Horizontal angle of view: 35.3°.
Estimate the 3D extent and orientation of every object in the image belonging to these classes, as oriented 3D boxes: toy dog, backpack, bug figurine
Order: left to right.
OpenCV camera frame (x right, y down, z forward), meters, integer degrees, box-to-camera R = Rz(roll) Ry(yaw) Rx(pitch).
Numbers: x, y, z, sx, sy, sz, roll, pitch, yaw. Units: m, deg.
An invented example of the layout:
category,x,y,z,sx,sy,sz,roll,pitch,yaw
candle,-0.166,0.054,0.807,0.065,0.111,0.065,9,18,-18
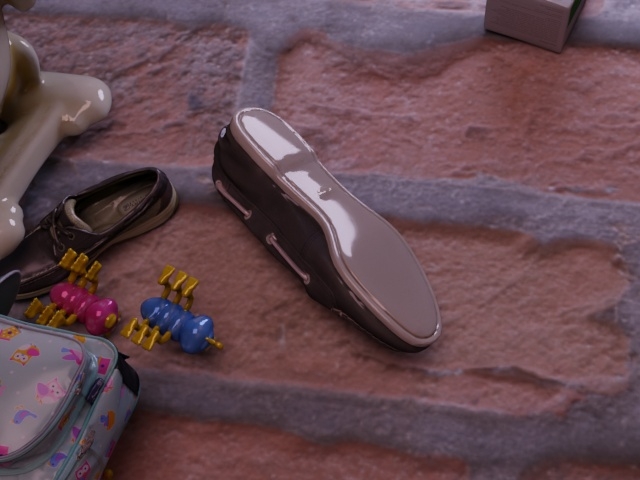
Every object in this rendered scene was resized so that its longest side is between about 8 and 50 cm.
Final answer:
category,x,y,z,sx,sy,sz,roll,pitch,yaw
toy dog,-0.447,-0.236,1.026,0.396,0.407,0.284,21,59,24
backpack,-0.269,0.166,0.894,0.166,0.144,0.188,12,70,15
bug figurine,-0.239,0.137,1.023,0.216,0.072,0.279,30,74,24

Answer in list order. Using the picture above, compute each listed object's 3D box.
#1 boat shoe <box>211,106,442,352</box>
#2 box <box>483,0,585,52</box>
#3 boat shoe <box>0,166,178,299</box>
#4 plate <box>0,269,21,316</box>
category,x,y,z,sx,sy,sz,roll,pitch,yaw
boat shoe,0.000,0.000,1.072,0.112,0.095,0.335,-18,61,-45
box,0.258,-0.296,1.185,0.102,0.087,0.101,23,68,14
boat shoe,-0.263,-0.017,1.099,0.224,0.073,0.080,-30,65,-10
plate,-0.357,0.104,0.986,0.024,0.188,0.188,32,69,-3
